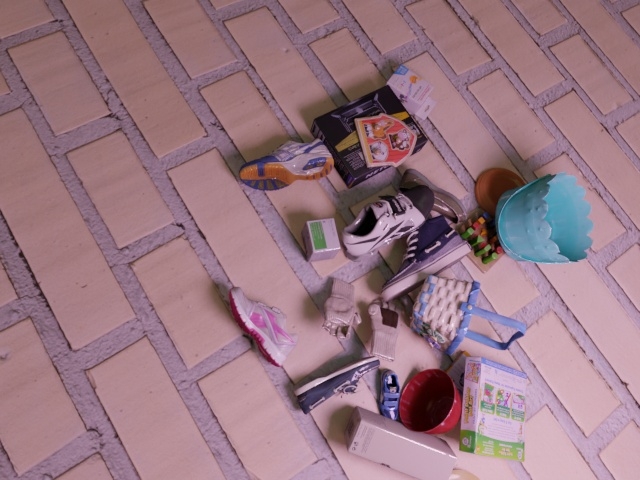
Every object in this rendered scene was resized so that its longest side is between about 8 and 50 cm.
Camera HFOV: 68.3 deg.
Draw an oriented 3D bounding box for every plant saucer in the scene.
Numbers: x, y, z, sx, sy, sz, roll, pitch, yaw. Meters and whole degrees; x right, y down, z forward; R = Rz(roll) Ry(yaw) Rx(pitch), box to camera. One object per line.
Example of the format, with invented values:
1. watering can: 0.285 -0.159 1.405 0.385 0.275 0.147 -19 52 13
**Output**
1. plant saucer: 0.627 -0.161 1.608 0.200 0.037 0.199 3 71 -9

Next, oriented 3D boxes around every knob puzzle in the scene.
1. knob puzzle: 0.221 -0.325 1.503 0.213 0.030 0.213 3 72 -10

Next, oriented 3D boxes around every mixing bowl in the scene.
1. mixing bowl: 0.318 0.456 1.295 0.098 0.181 0.181 39 67 -26

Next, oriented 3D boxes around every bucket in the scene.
1. bucket: 0.690 -0.059 1.464 0.281 0.183 0.281 6 79 -34

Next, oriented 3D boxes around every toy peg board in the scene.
1. toy peg board: 0.538 -0.009 1.519 0.161 0.079 0.161 -39 83 -19

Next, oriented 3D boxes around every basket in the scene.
1. basket: 0.407 0.227 1.333 0.289 0.254 0.201 15 67 15

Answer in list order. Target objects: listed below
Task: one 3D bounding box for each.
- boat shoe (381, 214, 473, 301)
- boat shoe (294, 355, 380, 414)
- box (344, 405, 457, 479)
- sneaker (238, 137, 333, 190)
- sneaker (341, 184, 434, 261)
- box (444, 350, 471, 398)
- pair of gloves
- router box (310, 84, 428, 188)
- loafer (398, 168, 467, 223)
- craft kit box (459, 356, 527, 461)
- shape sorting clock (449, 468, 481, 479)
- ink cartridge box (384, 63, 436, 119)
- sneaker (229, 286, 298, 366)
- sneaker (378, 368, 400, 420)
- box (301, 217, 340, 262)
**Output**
1. boat shoe: 0.291 0.049 1.443 0.341 0.127 0.158 -26 72 -25
2. boat shoe: 0.056 0.391 1.290 0.255 0.095 0.079 -21 76 -15
3. box: 0.207 0.544 1.250 0.275 0.113 0.094 23 90 -1
4. sneaker: -0.113 -0.244 1.477 0.297 0.111 0.131 -10 57 -15
5. sneaker: 0.204 -0.075 1.402 0.331 0.146 0.122 -38 54 -9
6. box: 0.412 0.402 1.390 0.136 0.028 0.081 -42 84 -17
7. pair of gloves: 0.122 0.217 1.345 0.240 0.042 0.204 26 41 -3
8. router box: 0.161 -0.347 1.558 0.309 0.081 0.242 -29 80 -18
9. loafer: 0.355 -0.127 1.524 0.251 0.094 0.087 38 73 13
10. craft kit box: 0.485 0.469 1.307 0.250 0.061 0.246 25 63 -34
11. shape sorting clock: 0.368 0.726 1.267 0.206 0.040 0.206 4 72 -13
12. ink cartridge box: 0.323 -0.520 1.655 0.181 0.061 0.104 34 70 1
13. sneaker: -0.157 0.223 1.311 0.111 0.103 0.252 -38 89 -23
14. sneaker: 0.195 0.434 1.321 0.053 0.059 0.144 1 74 -12
15. box: 0.000 0.000 1.404 0.087 0.102 0.101 -8 73 -15
